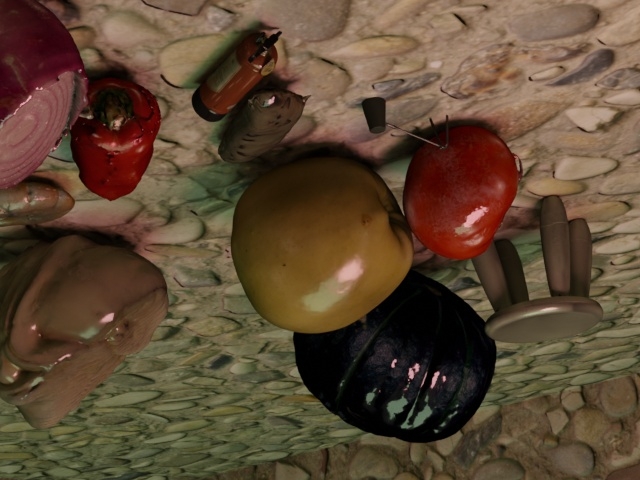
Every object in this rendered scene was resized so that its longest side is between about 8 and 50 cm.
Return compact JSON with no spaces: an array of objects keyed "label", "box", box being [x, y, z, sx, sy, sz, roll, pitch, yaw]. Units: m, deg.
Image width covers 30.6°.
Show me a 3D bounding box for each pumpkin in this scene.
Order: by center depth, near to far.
[{"label":"pumpkin","box":[0.129,0.189,2.046,0.364,0.266,0.363,24,-167,-6]}]

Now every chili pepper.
[{"label":"chili pepper","box":[-0.255,-0.119,1.454,0.110,0.110,0.387,-2,164,-11]}]

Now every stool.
[{"label":"stool","box":[0.364,0.055,1.964,0.195,0.198,0.195,-14,157,26]}]

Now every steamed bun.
[{"label":"steamed bun","box":[-0.407,0.119,1.861,0.310,0.219,0.324,-42,170,-14]}]

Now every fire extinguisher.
[{"label":"fire extinguisher","box":[-0.093,-0.195,1.359,0.062,0.050,0.177,-48,-173,-37]}]

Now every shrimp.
[{"label":"shrimp","box":[-0.476,-0.046,1.650,0.254,0.059,0.145,-10,170,-5]}]

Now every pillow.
[{"label":"pillow","box":[-0.068,-0.148,1.483,0.093,0.051,0.241,-17,170,-19]}]

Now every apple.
[{"label":"apple","box":[0.000,0.000,1.653,0.263,0.262,0.262,-6,160,-2]}]

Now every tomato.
[{"label":"tomato","box":[0.193,-0.068,1.629,0.151,0.187,0.187,22,152,-13]}]

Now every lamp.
[{"label":"lamp","box":[0.111,-0.151,1.536,0.121,0.054,0.041,5,157,-27]}]

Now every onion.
[{"label":"onion","box":[-0.343,-0.166,1.191,0.201,0.200,0.207,-3,169,-9]}]
